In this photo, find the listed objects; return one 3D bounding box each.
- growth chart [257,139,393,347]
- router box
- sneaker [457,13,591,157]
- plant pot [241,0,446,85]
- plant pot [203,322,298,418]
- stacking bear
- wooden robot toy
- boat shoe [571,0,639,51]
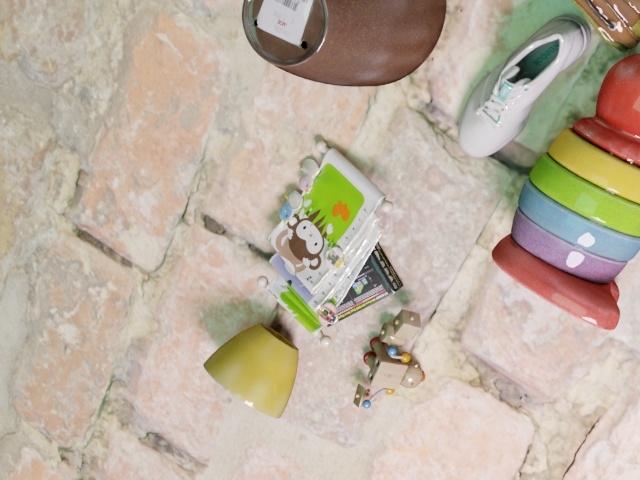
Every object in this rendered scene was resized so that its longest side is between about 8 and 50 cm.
[{"bbox_3d":[0.000,0.000,1.415,0.172,0.021,0.237,35,109,30],"label":"growth chart"},{"bbox_3d":[0.039,0.052,1.439,0.122,0.038,0.092,-29,90,31],"label":"router box"},{"bbox_3d":[0.224,-0.178,1.243,0.080,0.094,0.212,43,123,8],"label":"sneaker"},{"bbox_3d":[0.009,-0.274,1.241,0.215,0.230,0.215,8,109,25],"label":"plant pot"},{"bbox_3d":[-0.085,0.176,1.500,0.134,0.134,0.095,36,91,12],"label":"plant pot"},{"bbox_3d":[0.329,-0.072,1.197,0.164,0.175,0.289,28,107,9],"label":"stacking bear"},{"bbox_3d":[0.108,0.168,1.440,0.079,0.076,0.173,15,117,-17],"label":"wooden robot toy"},{"bbox_3d":[0.253,-0.333,1.170,0.307,0.111,0.104,43,118,9],"label":"boat shoe"}]
